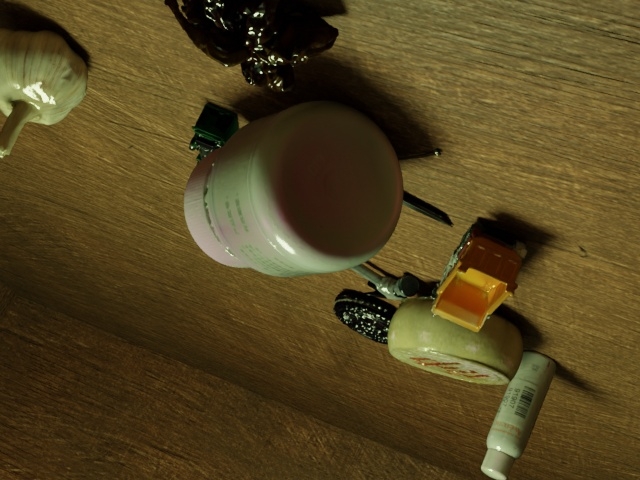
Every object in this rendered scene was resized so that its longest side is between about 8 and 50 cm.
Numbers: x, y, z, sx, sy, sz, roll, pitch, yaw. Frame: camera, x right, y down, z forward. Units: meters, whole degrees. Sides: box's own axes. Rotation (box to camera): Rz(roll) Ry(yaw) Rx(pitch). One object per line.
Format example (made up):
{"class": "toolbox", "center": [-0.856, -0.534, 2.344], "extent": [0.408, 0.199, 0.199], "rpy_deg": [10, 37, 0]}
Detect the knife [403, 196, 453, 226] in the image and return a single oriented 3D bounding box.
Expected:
{"class": "knife", "center": [0.123, -0.074, 1.808], "extent": [0.230, 0.028, 0.060], "rpy_deg": [26, 174, -6]}

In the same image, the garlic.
{"class": "garlic", "center": [-0.513, -0.244, 1.850], "extent": [0.199, 0.226, 0.199], "rpy_deg": [9, 151, 5]}

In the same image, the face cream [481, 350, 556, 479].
{"class": "face cream", "center": [0.401, 0.359, 2.197], "extent": [0.082, 0.269, 0.082], "rpy_deg": [23, 160, 9]}

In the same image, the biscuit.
{"class": "biscuit", "center": [0.116, 0.179, 2.435], "extent": [0.195, 0.053, 0.194], "rpy_deg": [23, 160, 9]}

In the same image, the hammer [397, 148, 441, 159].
{"class": "hammer", "center": [0.141, -0.127, 1.647], "extent": [0.029, 0.014, 0.123], "rpy_deg": [28, 162, -32]}

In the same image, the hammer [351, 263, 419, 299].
{"class": "hammer", "center": [0.000, 0.001, 2.142], "extent": [0.427, 0.044, 0.152], "rpy_deg": [33, 161, -16]}

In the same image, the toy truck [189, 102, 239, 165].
{"class": "toy truck", "center": [-0.183, -0.166, 1.875], "extent": [0.065, 0.079, 0.147], "rpy_deg": [23, 160, 8]}

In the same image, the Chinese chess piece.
{"class": "Chinese chess piece", "center": [0.269, 0.202, 2.149], "extent": [0.270, 0.112, 0.270], "rpy_deg": [15, 166, 4]}

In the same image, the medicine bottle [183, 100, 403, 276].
{"class": "medicine bottle", "center": [-0.053, -0.069, 1.678], "extent": [0.256, 0.256, 0.325], "rpy_deg": [35, 159, -23]}

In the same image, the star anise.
{"class": "star anise", "center": [-0.093, -0.271, 1.412], "extent": [0.190, 0.125, 0.220], "rpy_deg": [32, 158, -26]}

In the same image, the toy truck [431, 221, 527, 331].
{"class": "toy truck", "center": [0.263, 0.066, 1.808], "extent": [0.114, 0.135, 0.270], "rpy_deg": [25, 161, 3]}
